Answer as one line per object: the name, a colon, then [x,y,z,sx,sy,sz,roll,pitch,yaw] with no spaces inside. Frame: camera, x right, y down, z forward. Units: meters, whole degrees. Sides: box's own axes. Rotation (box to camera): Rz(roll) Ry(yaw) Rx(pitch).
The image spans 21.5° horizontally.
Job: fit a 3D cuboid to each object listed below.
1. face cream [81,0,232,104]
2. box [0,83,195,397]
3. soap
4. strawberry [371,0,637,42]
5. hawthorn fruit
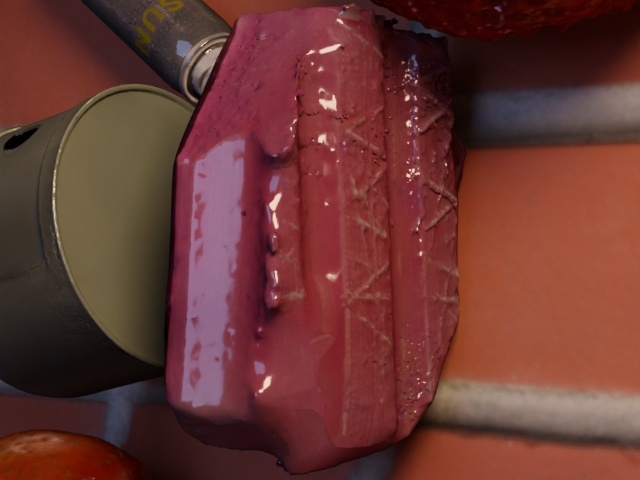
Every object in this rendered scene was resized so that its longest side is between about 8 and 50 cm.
face cream: [-0.148,-0.200,1.463,0.283,0.073,0.073,44,108,39]
box: [-0.174,0.005,1.328,0.149,0.226,0.226,-16,68,37]
soap: [0.000,0.000,1.192,0.127,0.220,0.325,-5,83,43]
strawberry: [0.112,-0.250,1.143,0.288,0.250,0.239,-15,95,33]
hawthorn fruit: [-0.191,0.235,1.325,0.200,0.179,0.179,-9,72,26]
